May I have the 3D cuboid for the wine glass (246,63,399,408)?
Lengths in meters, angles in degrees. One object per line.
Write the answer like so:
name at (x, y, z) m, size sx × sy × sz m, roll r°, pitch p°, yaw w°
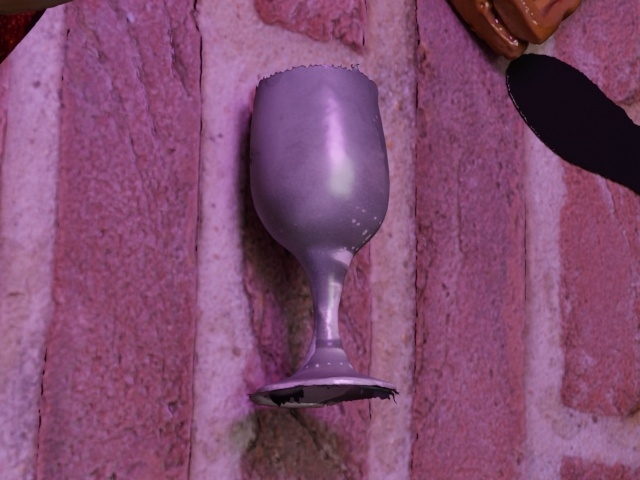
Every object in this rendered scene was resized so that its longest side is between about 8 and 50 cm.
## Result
wine glass at (0.000, 0.000, 1.596) m, size 0.143 × 0.143 × 0.321 m, roll 10°, pitch 73°, yaw -34°

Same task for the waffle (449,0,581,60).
waffle at (0.239, -0.373, 1.881) m, size 0.224 × 0.098 × 0.328 m, roll 53°, pitch 56°, yaw -17°

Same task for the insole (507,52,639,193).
insole at (0.328, -0.114, 1.940) m, size 0.322 × 0.007 × 0.109 m, roll 28°, pitch 66°, yaw -28°

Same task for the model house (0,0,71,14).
model house at (-0.366, -0.345, 1.221) m, size 0.382 × 0.334 × 0.343 m, roll -9°, pitch 66°, yaw -17°

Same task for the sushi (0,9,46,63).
sushi at (-0.323, -0.188, 1.410) m, size 0.126 × 0.136 × 0.225 m, roll 53°, pitch 50°, yaw -24°
